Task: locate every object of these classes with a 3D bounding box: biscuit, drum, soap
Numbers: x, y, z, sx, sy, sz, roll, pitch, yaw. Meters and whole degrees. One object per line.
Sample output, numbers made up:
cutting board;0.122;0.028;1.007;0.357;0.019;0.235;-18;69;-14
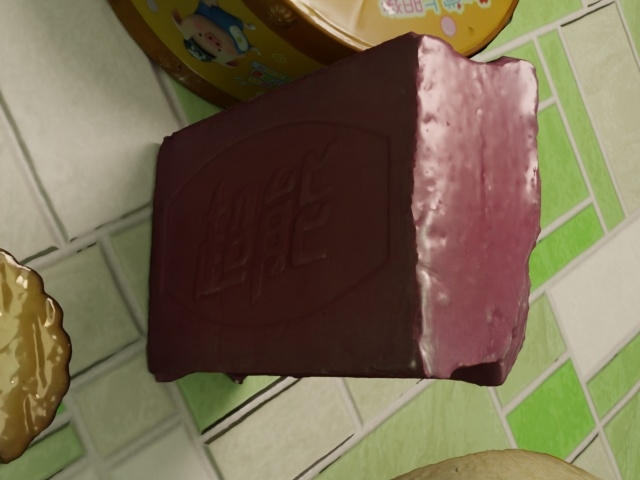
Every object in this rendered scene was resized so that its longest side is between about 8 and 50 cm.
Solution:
biscuit;-0.260;0.077;0.669;0.118;0.061;0.183;-35;106;-38
drum;-0.010;-0.336;0.835;0.431;0.214;0.431;7;79;-36
soap;0.000;0.000;0.692;0.128;0.359;0.233;7;79;-38

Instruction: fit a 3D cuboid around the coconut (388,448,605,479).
coconut;0.184;0.409;0.781;0.415;0.344;0.415;16;50;-19
